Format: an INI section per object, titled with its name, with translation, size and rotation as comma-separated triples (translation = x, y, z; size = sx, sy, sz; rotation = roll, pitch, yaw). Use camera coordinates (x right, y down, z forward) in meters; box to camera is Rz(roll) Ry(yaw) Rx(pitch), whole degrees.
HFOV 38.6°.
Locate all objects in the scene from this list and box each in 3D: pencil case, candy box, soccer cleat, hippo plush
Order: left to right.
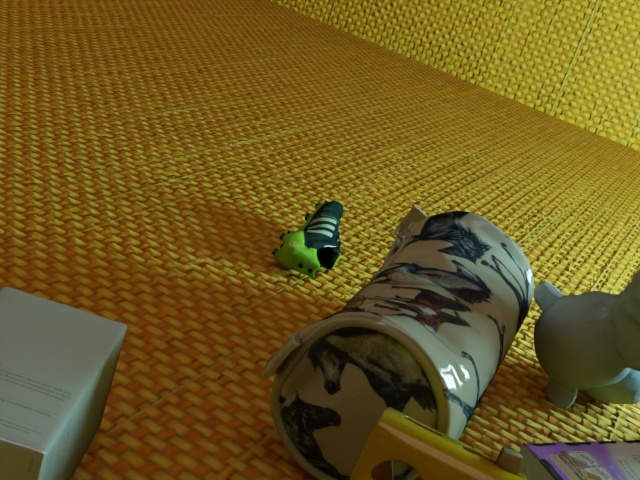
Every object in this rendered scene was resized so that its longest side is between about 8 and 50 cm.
[soccer cleat]
translation = 0.000, 0.000, 1.200
size = 0.072, 0.060, 0.179
rotation = 32, 31, 8
[pencil case]
translation = 0.093, 0.090, 0.913
size = 0.184, 0.159, 0.410
rotation = 32, 25, 11
[candy box]
translation = 0.288, 0.253, 0.804
size = 0.196, 0.070, 0.165
rotation = 6, 25, -28
[hippo plush]
translation = 0.358, 0.126, 0.997
size = 0.294, 0.237, 0.234
rotation = 20, 52, -42

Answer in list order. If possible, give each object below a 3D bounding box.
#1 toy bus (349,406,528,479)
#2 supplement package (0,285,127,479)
[toy bus]
translation = 0.111, 0.196, 0.656
size = 0.202, 0.104, 0.191
rotation = 27, -4, -35
[supplement package]
translation = -0.222, 0.126, 0.655
size = 0.105, 0.105, 0.179
rotation = 17, 23, -1
